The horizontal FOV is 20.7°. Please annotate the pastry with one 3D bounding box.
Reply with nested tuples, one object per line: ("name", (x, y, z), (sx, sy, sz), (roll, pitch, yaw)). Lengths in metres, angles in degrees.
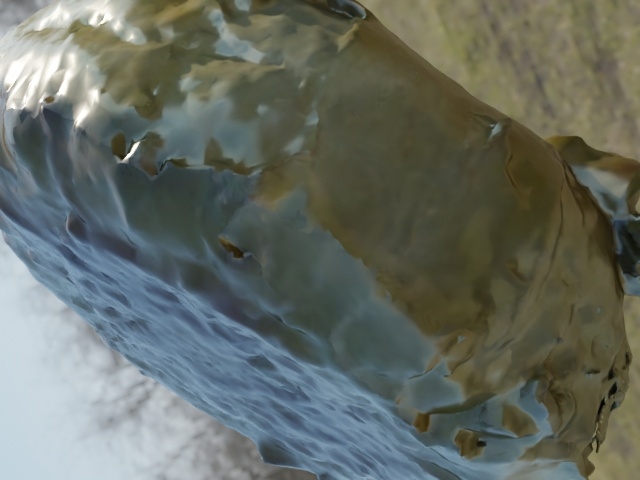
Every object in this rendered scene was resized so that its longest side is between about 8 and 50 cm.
("pastry", (-0.005, -0.003, 0.603), (0.257, 0.121, 0.236), (26, 162, 22))
